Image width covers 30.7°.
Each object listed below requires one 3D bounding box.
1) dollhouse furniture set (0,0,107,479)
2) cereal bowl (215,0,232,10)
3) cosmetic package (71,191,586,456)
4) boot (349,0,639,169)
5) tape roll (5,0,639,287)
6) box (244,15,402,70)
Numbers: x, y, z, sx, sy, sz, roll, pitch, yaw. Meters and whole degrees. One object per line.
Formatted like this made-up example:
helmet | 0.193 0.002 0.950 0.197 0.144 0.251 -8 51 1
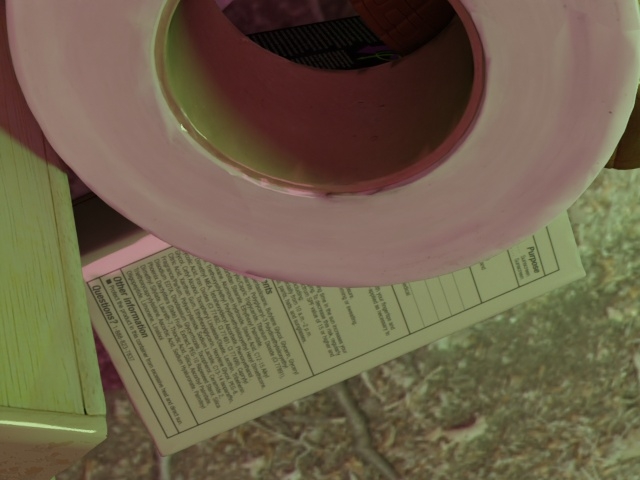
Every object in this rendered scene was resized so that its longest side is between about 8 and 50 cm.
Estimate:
dollhouse furniture set | -0.308 0.062 0.626 0.362 0.256 0.394 16 138 -42
cereal bowl | -0.179 -0.236 0.593 0.339 0.141 0.339 -6 146 -4
cosmetic package | 0.000 0.000 0.781 0.309 0.113 0.160 -22 115 -3
boot | 0.116 -0.183 0.681 0.262 0.203 0.095 29 142 -25
tape roll | 0.003 -0.106 0.551 0.286 0.100 0.286 4 136 3
box | 0.005 -0.110 0.734 0.162 0.116 0.029 -12 117 -7
